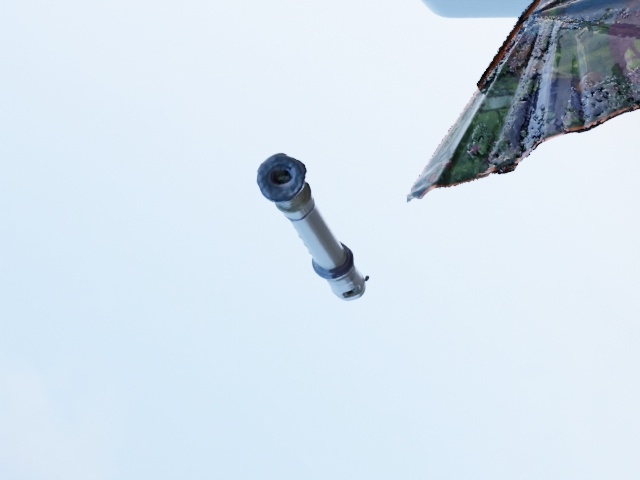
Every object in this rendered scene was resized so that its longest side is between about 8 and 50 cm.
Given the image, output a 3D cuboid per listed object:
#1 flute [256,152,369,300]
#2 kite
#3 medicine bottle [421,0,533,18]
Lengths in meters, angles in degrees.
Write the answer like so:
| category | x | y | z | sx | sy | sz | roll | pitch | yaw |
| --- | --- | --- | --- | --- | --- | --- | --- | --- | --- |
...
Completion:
| category | x | y | z | sx | sy | sz | roll | pitch | yaw |
| --- | --- | --- | --- | --- | --- | --- | --- | --- | --- |
| flute | 0.000 | 0.000 | 0.748 | 0.233 | 0.027 | 0.027 | 58 | -154 | -72 |
| kite | 0.108 | -0.056 | 0.360 | 0.159 | 0.190 | 0.010 | -103 | -9 | -51 |
| medicine bottle | 0.092 | -0.183 | 0.729 | 0.069 | 0.183 | 0.119 | 30 | -110 | -52 |
